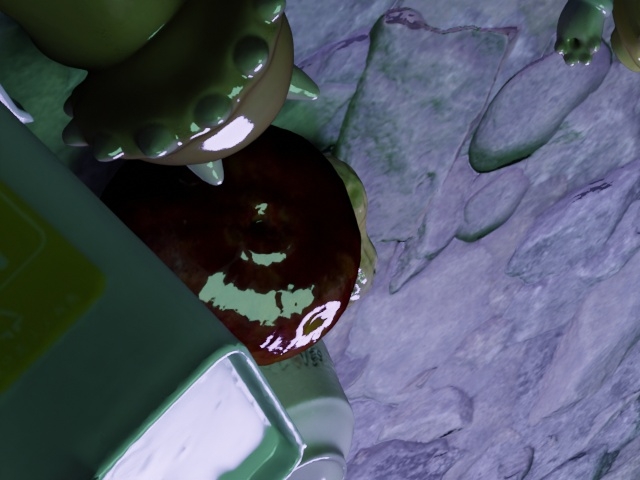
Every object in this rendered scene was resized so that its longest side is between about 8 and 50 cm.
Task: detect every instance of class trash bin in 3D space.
[{"bbox_3d":[-0.199,0.060,1.122,0.256,0.367,0.296,-45,151,-13],"label":"trash bin"}]

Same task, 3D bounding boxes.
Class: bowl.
[{"bbox_3d":[-0.061,0.203,1.751,0.237,0.126,0.238,-29,147,-21],"label":"bowl"}]

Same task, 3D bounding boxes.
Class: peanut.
[{"bbox_3d":[0.000,0.000,1.590,0.099,0.099,0.214,-29,143,-20],"label":"peanut"}]

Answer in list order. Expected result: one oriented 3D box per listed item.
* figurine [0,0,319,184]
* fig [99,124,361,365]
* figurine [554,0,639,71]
[{"bbox_3d":[-0.106,-0.138,1.184,0.177,0.173,0.247,-34,151,-11],"label":"figurine"},{"bbox_3d":[-0.089,0.003,1.432,0.203,0.186,0.249,0,178,-24],"label":"fig"},{"bbox_3d":[0.272,-0.247,1.489,0.382,0.205,0.224,18,134,-39],"label":"figurine"}]
